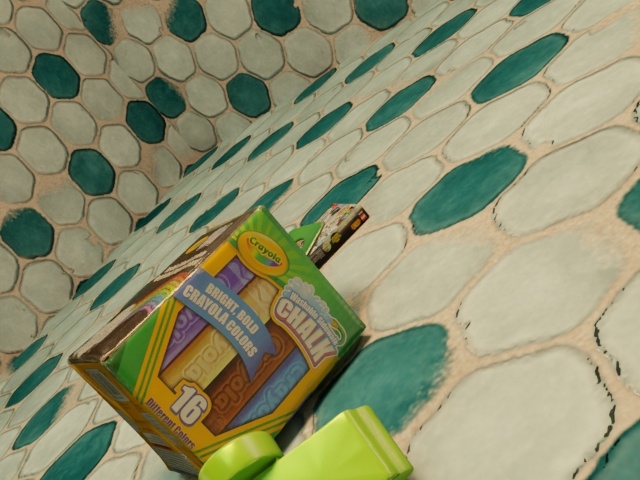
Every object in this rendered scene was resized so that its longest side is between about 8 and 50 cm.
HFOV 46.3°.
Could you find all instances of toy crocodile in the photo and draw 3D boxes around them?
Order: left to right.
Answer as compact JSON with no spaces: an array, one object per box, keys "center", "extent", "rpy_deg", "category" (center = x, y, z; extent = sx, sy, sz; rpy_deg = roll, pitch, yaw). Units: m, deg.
[{"center":[-0.077,0.252,0.555],"extent":[0.340,0.105,0.115],"rpy_deg":[-41,59,-4],"category":"toy crocodile"}]

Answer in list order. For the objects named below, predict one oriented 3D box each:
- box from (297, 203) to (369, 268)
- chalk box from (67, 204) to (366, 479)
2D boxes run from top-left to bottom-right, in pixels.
[{"center":[0.000,0.000,1.106],"extent":[0.137,0.027,0.094],"rpy_deg":[-45,20,-15],"category":"box"},{"center":[-0.091,0.091,0.812],"extent":[0.289,0.179,0.180],"rpy_deg":[-45,14,-26],"category":"chalk box"}]
